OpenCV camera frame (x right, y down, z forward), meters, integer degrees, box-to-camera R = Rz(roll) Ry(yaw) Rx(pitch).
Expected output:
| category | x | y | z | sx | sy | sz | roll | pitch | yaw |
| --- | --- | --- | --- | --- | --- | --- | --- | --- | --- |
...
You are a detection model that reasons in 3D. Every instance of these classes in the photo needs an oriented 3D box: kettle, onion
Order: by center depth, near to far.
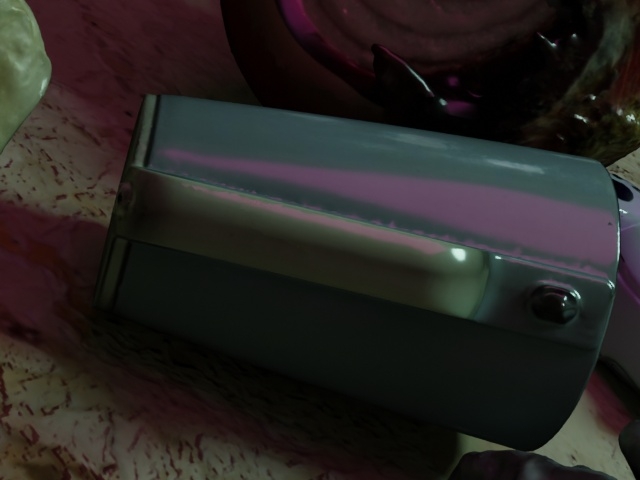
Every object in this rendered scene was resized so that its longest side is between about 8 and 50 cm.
| category | x | y | z | sx | sy | sz | roll | pitch | yaw |
| --- | --- | --- | --- | --- | --- | --- | --- | --- | --- |
| kettle | 0.015 | 0.011 | 0.639 | 0.243 | 0.159 | 0.210 | 13 | 5 | -11 |
| onion | 0.119 | -0.170 | 0.857 | 0.341 | 0.341 | 0.341 | 23 | 29 | -14 |

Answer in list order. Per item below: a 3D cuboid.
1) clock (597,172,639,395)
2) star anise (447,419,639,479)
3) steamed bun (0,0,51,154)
| category | x | y | z | sx | sy | sz | roll | pitch | yaw |
| --- | --- | --- | --- | --- | --- | --- | --- | --- | --- |
| clock | 0.290 | 0.057 | 0.926 | 0.248 | 0.090 | 0.227 | 9 | 35 | -38 |
| star anise | 0.178 | 0.165 | 0.520 | 0.360 | 0.139 | 0.316 | 21 | 50 | 40 |
| steamed bun | -0.239 | -0.082 | 0.594 | 0.155 | 0.172 | 0.140 | 22 | -24 | 41 |
